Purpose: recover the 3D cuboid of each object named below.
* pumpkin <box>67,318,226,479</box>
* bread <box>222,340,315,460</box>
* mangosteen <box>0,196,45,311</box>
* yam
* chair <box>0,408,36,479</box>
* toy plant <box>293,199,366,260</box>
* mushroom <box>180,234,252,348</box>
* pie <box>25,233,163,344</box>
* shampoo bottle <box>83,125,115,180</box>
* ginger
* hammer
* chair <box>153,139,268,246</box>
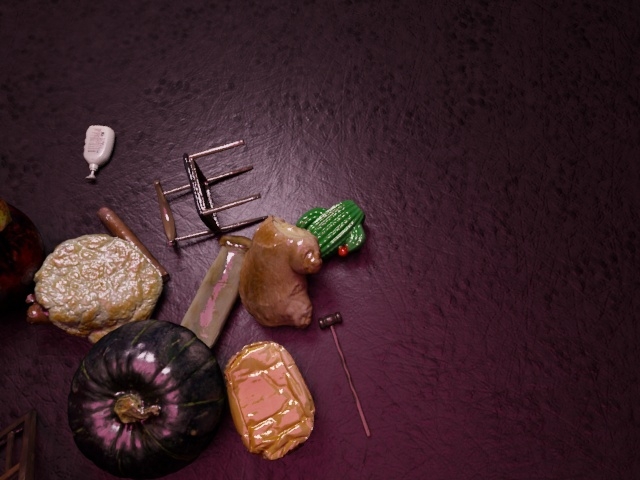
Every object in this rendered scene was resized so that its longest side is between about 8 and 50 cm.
[{"bbox_3d":[-0.360,0.328,1.009,0.322,0.241,0.324,-1,86,8],"label":"pumpkin"},{"bbox_3d":[-0.114,0.353,1.063,0.178,0.133,0.250,-28,75,-8],"label":"bread"},{"bbox_3d":[-0.796,0.027,1.095,0.310,0.311,0.312,0,73,1],"label":"mangosteen"},{"bbox_3d":[-0.483,0.009,1.224,0.046,0.046,0.264,-42,78,-11],"label":"yam"},{"bbox_3d":[-0.605,0.598,0.989,0.203,0.416,0.241,-38,120,-9],"label":"chair"},{"bbox_3d":[0.002,-0.014,1.200,0.240,0.088,0.155,-20,65,13],"label":"toy plant"},{"bbox_3d":[-0.251,0.130,1.167,0.099,0.081,0.313,20,79,13],"label":"mushroom"},{"bbox_3d":[-0.528,0.115,1.139,0.274,0.105,0.258,24,80,-12],"label":"pie"},{"bbox_3d":[-0.607,-0.235,1.302,0.077,0.045,0.152,2,71,0],"label":"shampoo bottle"},{"bbox_3d":[-0.082,0.077,1.107,0.221,0.130,0.276,-15,94,30],"label":"ginger"},{"bbox_3d":[0.067,0.314,1.129,0.058,0.029,0.293,-19,75,-2],"label":"hammer"},{"bbox_3d":[-0.287,-0.111,1.192,0.271,0.166,0.188,-18,73,-4],"label":"chair"}]
